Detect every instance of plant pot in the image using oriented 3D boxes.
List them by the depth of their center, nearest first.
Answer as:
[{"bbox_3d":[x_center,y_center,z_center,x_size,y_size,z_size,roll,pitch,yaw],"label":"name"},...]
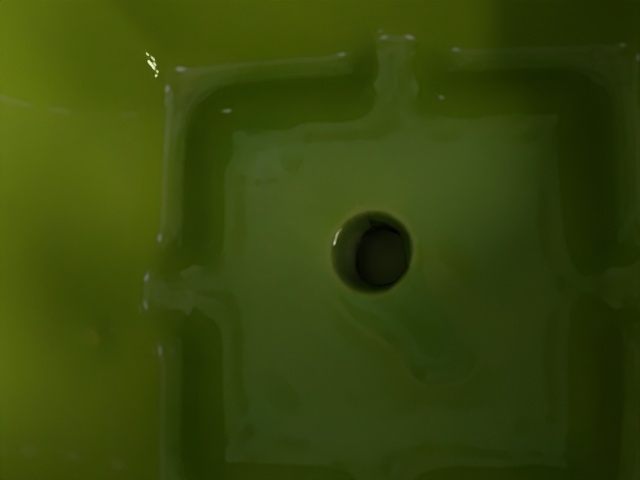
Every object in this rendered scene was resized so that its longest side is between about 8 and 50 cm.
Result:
[{"bbox_3d":[0.000,0.000,0.374,0.207,0.227,0.228,28,61,-73],"label":"plant pot"}]
